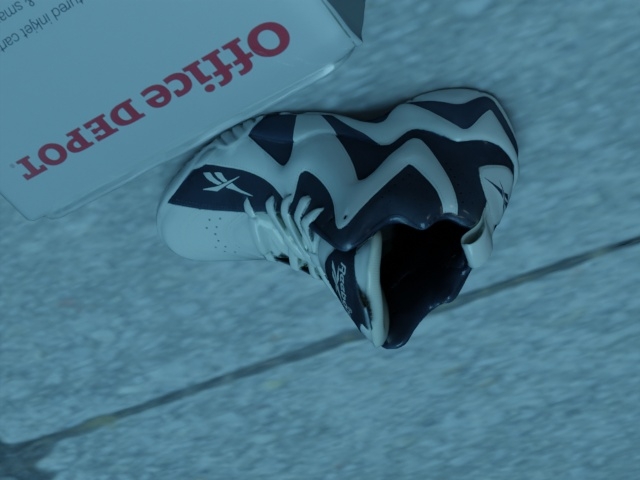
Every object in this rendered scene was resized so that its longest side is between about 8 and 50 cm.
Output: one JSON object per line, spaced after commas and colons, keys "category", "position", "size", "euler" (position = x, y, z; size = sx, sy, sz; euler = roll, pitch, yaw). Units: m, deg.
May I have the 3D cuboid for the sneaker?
{"category": "sneaker", "position": [0.000, 0.000, 0.745], "size": [0.235, 0.153, 0.094], "euler": [-7, 127, 14]}

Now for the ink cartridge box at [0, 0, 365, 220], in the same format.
{"category": "ink cartridge box", "position": [-0.149, -0.186, 0.622], "size": [0.223, 0.129, 0.307], "euler": [-25, 123, 25]}
